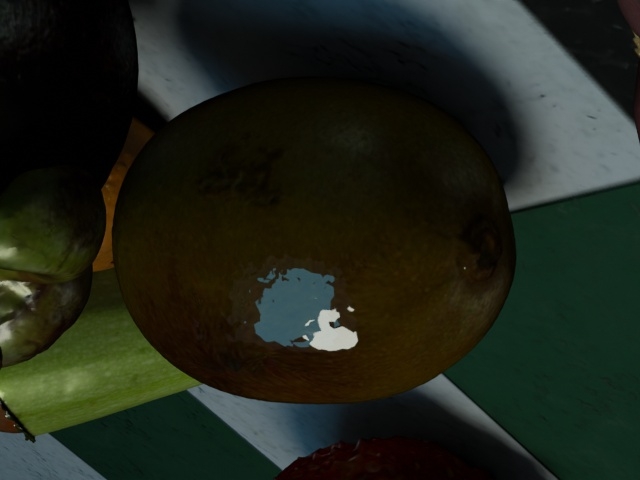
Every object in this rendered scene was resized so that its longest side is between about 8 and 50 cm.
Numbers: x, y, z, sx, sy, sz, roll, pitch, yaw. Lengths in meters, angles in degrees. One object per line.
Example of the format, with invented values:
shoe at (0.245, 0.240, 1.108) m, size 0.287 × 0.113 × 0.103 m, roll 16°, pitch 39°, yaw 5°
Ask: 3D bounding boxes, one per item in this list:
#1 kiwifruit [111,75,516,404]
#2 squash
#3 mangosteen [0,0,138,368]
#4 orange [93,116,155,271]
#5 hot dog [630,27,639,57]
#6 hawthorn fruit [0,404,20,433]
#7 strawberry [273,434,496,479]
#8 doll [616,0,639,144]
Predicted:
kiwifruit at (0.000, 0.000, 0.974) m, size 0.234 × 0.196 × 0.196 m, roll -2°, pitch 139°, yaw 43°
squash at (-0.122, 0.072, 1.206) m, size 0.288 × 0.137 × 0.137 m, roll -5°, pitch 153°, yaw -8°
mangosteen at (-0.233, -0.075, 0.976) m, size 0.313 × 0.297 × 0.297 m, roll 51°, pitch 149°, yaw -14°
orange at (-0.162, -0.039, 1.151) m, size 0.136 × 0.117 × 0.135 m, roll 14°, pitch -164°, yaw -4°
hot dog at (0.231, -0.065, 0.770) m, size 0.192 × 0.053 × 0.099 m, roll 25°, pitch 149°, yaw 8°
hawthorn fruit at (-0.255, 0.032, 1.323) m, size 0.199 × 0.199 × 0.251 m, roll 24°, pitch 136°, yaw 15°
strawberry at (0.042, 0.270, 1.355) m, size 0.238 × 0.250 × 0.288 m, roll 33°, pitch 179°, yaw -17°
doll at (0.203, -0.104, 0.629) m, size 0.196 × 0.152 × 0.256 m, roll 55°, pitch 146°, yaw 27°
